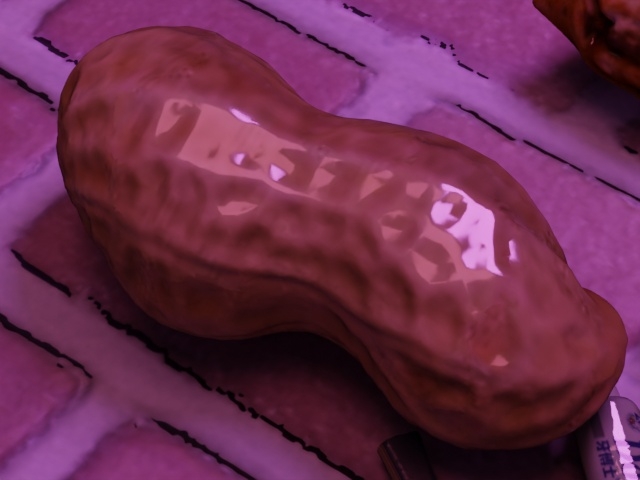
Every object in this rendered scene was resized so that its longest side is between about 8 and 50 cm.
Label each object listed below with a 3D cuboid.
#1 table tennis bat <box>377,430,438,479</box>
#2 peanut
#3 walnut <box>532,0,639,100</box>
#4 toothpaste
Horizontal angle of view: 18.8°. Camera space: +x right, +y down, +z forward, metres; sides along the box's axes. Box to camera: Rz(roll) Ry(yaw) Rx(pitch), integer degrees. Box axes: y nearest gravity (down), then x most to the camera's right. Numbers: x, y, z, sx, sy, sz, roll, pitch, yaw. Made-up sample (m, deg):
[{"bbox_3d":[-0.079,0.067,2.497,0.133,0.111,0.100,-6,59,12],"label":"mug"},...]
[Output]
[{"bbox_3d":[0.062,0.147,0.816,0.095,0.014,0.158,-16,53,-11],"label":"table tennis bat"},{"bbox_3d":[0.000,0.000,0.879,0.298,0.120,0.136,26,78,21],"label":"peanut"},{"bbox_3d":[0.211,-0.115,0.979,0.207,0.115,0.115,7,50,7],"label":"walnut"},{"bbox_3d":[0.138,0.135,0.817,0.048,0.029,0.197,-7,52,-5],"label":"toothpaste"}]
